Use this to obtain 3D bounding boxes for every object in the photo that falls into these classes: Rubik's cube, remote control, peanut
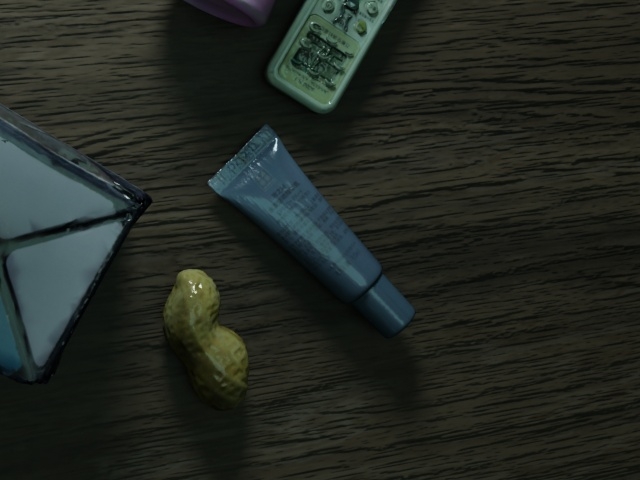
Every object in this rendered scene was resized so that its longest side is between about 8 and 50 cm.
[{"bbox_3d":[-0.441,-0.010,1.708,0.310,0.305,0.307,31,86,-18],"label":"Rubik's cube"},{"bbox_3d":[0.038,-0.366,1.954,0.128,0.065,0.335,32,85,-20],"label":"remote control"},{"bbox_3d":[-0.178,0.156,1.918,0.103,0.098,0.229,-41,111,-53],"label":"peanut"}]

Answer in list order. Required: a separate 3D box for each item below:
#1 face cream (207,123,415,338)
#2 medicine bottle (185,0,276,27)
[{"bbox_3d":[0.000,0.000,1.969,0.385,0.086,0.135,46,78,-11],"label":"face cream"},{"bbox_3d":[-0.107,-0.480,1.838,0.178,0.178,0.290,23,88,-18],"label":"medicine bottle"}]
